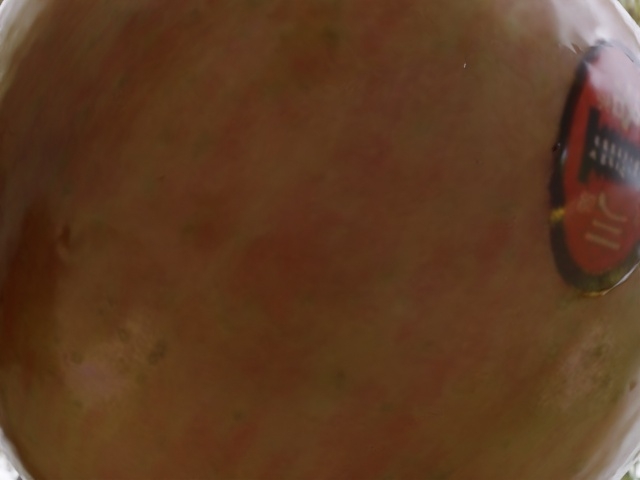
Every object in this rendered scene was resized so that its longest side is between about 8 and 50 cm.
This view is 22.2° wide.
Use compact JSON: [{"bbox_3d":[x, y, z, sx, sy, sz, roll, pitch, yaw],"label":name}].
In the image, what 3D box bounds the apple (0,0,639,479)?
[{"bbox_3d":[0.000,0.000,0.817,0.391,0.391,0.346,41,-90,-18],"label":"apple"}]
